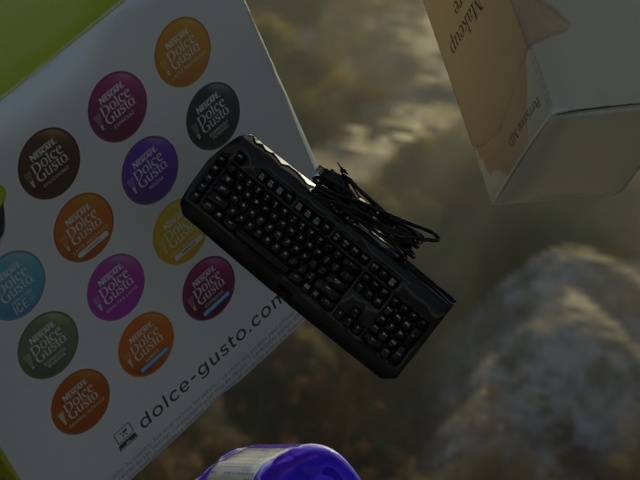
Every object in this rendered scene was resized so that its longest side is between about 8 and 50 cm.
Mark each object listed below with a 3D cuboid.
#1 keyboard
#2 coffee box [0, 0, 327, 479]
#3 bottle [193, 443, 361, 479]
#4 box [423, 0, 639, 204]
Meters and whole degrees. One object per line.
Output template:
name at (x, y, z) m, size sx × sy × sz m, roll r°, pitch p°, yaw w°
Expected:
keyboard at (0.000, 0.000, 1.315) m, size 0.192 × 0.100 × 0.038 m, roll 38°, pitch 9°, yaw 8°
coffee box at (-0.243, -0.041, 1.531) m, size 0.337 × 0.334 × 0.338 m, roll -43°, pitch 40°, yaw -24°
bottle at (-0.047, 0.231, 1.678) m, size 0.092 × 0.118 × 0.283 m, roll -26°, pitch 5°, yaw -22°
box at (0.168, -0.197, 1.584) m, size 0.121 × 0.148 × 0.311 m, roll -6°, pitch 61°, yaw -20°
